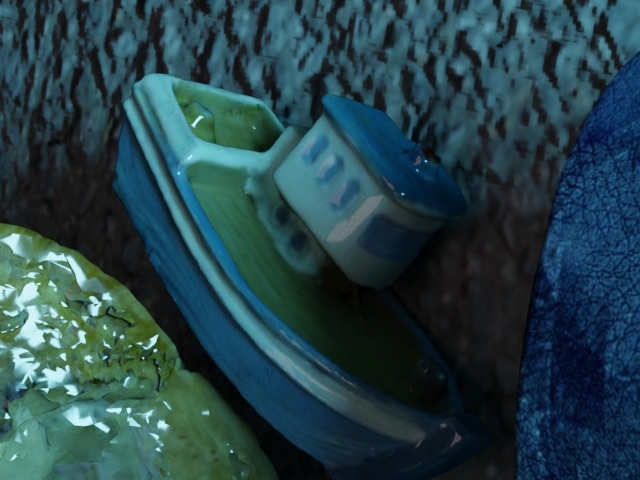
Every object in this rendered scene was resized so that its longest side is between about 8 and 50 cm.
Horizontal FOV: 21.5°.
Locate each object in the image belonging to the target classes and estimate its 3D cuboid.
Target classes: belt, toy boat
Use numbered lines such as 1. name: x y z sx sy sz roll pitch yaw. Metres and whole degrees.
1. belt: 0.126 0.038 0.474 0.082 0.141 0.190 12 97 46
2. toy boat: 0.000 0.000 0.639 0.102 0.088 0.215 -51 54 25

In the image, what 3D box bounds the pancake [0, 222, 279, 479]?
1. pancake: -0.190 0.167 0.644 0.082 0.387 0.387 -136 60 -68
